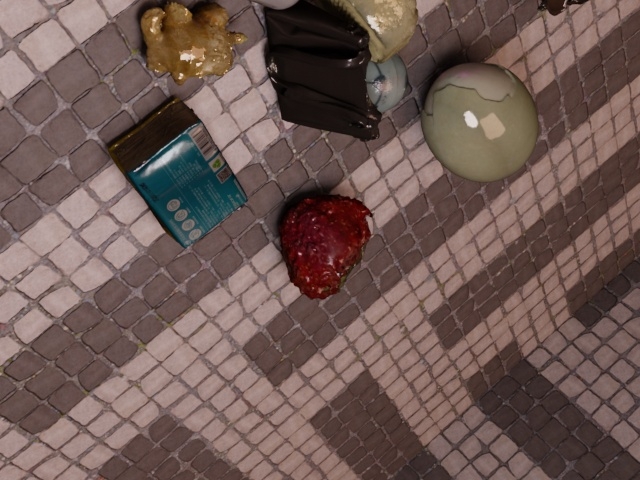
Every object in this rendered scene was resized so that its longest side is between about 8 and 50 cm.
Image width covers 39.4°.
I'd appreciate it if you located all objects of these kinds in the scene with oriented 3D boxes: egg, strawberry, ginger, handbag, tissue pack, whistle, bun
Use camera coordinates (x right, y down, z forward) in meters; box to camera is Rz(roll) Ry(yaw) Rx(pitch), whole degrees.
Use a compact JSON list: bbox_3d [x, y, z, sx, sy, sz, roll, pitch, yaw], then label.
[{"bbox_3d":[0.387,-0.301,2.198,0.278,0.278,0.336,-44,143,-2],"label":"egg"},{"bbox_3d":[0.000,0.000,2.189,0.274,0.220,0.274,-56,176,-5],"label":"strawberry"},{"bbox_3d":[-0.242,-0.383,1.732,0.216,0.102,0.157,-11,103,-27],"label":"ginger"},{"bbox_3d":[0.009,-0.344,1.861,0.113,0.257,0.285,-43,142,-32],"label":"handbag"},{"bbox_3d":[-0.294,-0.138,1.867,0.192,0.134,0.271,-37,139,-9],"label":"tissue pack"},{"bbox_3d":[0.129,-0.392,1.996,0.163,0.163,0.290,-12,130,-33],"label":"whistle"},{"bbox_3d":[0.098,-0.491,1.811,0.152,0.259,0.259,-40,140,-5],"label":"bun"}]

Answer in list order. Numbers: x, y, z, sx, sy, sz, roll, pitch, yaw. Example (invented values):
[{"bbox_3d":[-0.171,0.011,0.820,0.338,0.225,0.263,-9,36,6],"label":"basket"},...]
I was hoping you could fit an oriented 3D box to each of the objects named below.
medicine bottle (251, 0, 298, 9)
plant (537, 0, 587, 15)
[{"bbox_3d":[-0.135,-0.523,1.676,0.215,0.135,0.135,7,118,-43],"label":"medicine bottle"},{"bbox_3d":[0.590,-0.646,2.150,0.234,0.204,0.178,-40,132,-23],"label":"plant"}]
